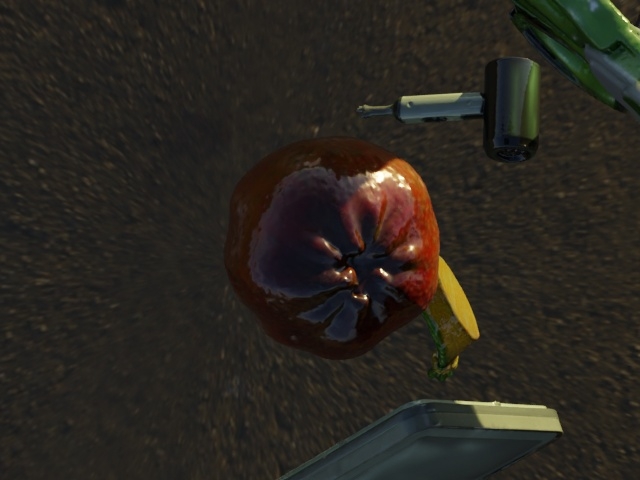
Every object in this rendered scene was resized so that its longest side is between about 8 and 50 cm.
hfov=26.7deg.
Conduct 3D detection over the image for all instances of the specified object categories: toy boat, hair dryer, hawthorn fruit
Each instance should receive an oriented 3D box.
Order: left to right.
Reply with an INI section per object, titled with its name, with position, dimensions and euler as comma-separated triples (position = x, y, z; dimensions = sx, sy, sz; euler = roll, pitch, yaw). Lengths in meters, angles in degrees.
[hawthorn fruit]
position = 0.000, 0.000, 0.965
dimensions = 0.157, 0.194, 0.157
euler = -2, 96, -16
[toy boat]
position = 0.136, 0.092, 1.684
dimensions = 0.088, 0.089, 0.229
euler = -18, 125, 20
[hair dryer]
position = 0.130, -0.131, 1.397
dimensions = 0.197, 0.057, 0.100
euler = -1, 70, 21

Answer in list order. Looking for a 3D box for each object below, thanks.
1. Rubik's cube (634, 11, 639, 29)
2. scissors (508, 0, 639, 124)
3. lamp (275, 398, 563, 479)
[Rubik's cube]
position = 0.507, -0.145, 1.184
dimensions = 0.344, 0.344, 0.337
euler = -23, 81, 7
[scissors]
position = 0.122, -0.045, 0.457
dimensions = 0.027, 0.101, 0.204
euler = -45, 50, 6
[lamp]
position = 0.103, 0.252, 1.508
dimensions = 0.266, 0.269, 0.047
euler = -35, 60, 34
